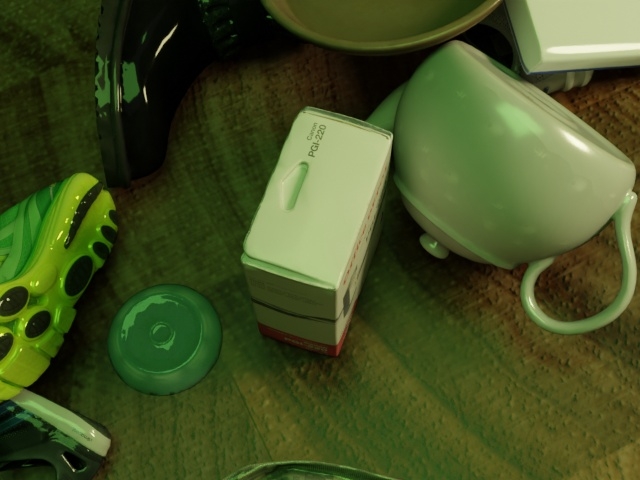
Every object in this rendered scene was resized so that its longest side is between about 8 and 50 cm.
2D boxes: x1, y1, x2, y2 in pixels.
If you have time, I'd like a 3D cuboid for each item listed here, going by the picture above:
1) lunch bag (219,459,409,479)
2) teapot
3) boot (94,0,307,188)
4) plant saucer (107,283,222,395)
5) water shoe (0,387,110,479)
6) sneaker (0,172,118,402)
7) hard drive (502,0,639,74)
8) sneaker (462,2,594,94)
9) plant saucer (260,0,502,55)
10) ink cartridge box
[{"bbox_3d":[0.039,0.278,0.766,0.286,0.235,0.169,10,67,8],"label":"lunch bag"},{"bbox_3d":[0.167,-0.057,0.926,0.252,0.256,0.187,27,109,-22],"label":"teapot"},{"bbox_3d":[-0.105,-0.216,1.037,0.260,0.131,0.348,6,77,-5],"label":"boot"},{"bbox_3d":[-0.160,0.097,0.968,0.119,0.021,0.119,-1,67,3],"label":"plant saucer"},{"bbox_3d":[-0.305,0.178,0.915,0.203,0.073,0.080,21,73,12],"label":"water shoe"},{"bbox_3d":[-0.305,0.052,0.930,0.123,0.109,0.296,-7,37,31],"label":"sneaker"},{"bbox_3d":[0.335,-0.288,1.023,0.318,0.040,0.210,-7,74,-21],"label":"hard drive"},{"bbox_3d":[0.192,-0.279,1.058,0.115,0.105,0.281,-24,69,-7],"label":"sneaker"},{"bbox_3d":[0.070,-0.284,0.944,0.277,0.041,0.278,-6,58,10],"label":"plant saucer"},{"bbox_3d":[0.000,0.000,0.893,0.092,0.218,0.159,17,70,9],"label":"ink cartridge box"}]
